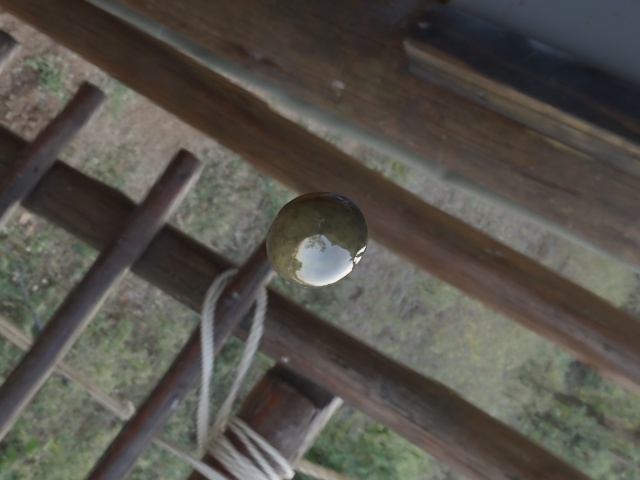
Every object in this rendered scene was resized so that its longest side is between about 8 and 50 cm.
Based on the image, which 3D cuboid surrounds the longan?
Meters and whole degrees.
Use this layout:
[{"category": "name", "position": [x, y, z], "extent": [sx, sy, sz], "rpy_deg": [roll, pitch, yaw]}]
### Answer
[{"category": "longan", "position": [0.000, 0.000, 0.989], "extent": [0.119, 0.106, 0.106], "rpy_deg": [9, 108, -64]}]
